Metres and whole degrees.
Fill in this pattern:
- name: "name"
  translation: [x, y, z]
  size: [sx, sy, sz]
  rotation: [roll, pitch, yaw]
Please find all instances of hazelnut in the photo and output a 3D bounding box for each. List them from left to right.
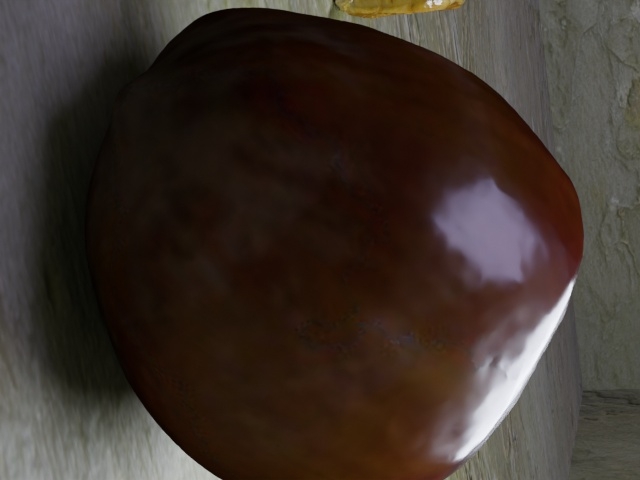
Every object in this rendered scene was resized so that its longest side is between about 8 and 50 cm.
- name: "hazelnut"
  translation: [0.007, 0.004, 0.914]
  size: [0.366, 0.366, 0.365]
  rotation: [-4, 90, -72]

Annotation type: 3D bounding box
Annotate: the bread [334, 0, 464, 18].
- name: "bread"
  translation: [0.092, -0.345, 1.519]
  size: [0.149, 0.143, 0.158]
  rotation: [-36, 116, -70]
